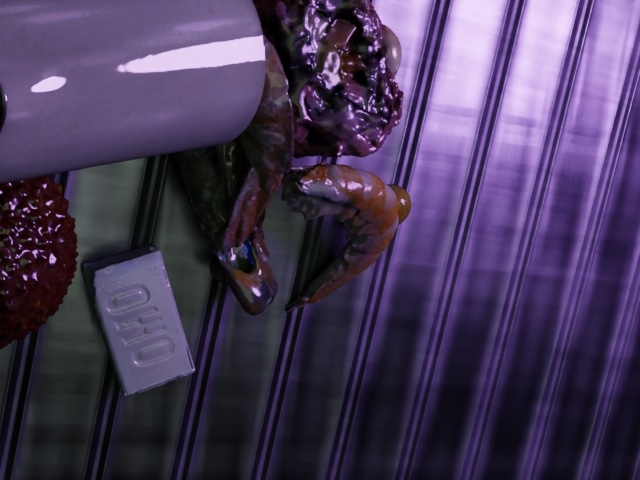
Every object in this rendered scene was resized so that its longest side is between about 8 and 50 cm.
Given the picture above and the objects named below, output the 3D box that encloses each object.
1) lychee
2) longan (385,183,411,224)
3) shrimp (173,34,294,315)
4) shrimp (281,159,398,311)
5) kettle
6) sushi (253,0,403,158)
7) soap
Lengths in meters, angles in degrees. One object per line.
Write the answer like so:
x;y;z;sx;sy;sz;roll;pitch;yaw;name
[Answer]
-0.437;0.010;1.209;0.275;0.276;0.304;-29;149;-15;lychee
0.104;-0.055;1.525;0.075;0.083;0.075;-1;83;11;longan
-0.116;-0.109;1.363;0.110;0.221;0.446;-35;126;-47;shrimp
0.030;-0.016;1.464;0.185;0.068;0.287;-12;140;-14;shrimp
-0.320;-0.215;1.163;0.376;0.361;0.250;-20;121;-45;kettle
0.008;-0.250;1.391;0.236;0.171;0.270;-15;102;-19;sushi
-0.262;0.114;1.414;0.114;0.063;0.198;-20;108;-16;soap
